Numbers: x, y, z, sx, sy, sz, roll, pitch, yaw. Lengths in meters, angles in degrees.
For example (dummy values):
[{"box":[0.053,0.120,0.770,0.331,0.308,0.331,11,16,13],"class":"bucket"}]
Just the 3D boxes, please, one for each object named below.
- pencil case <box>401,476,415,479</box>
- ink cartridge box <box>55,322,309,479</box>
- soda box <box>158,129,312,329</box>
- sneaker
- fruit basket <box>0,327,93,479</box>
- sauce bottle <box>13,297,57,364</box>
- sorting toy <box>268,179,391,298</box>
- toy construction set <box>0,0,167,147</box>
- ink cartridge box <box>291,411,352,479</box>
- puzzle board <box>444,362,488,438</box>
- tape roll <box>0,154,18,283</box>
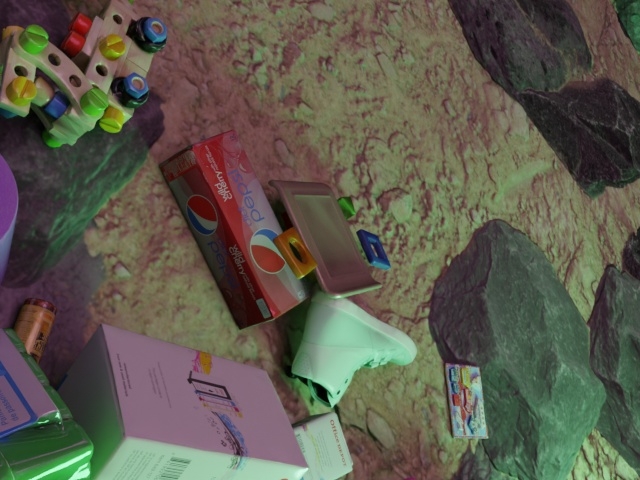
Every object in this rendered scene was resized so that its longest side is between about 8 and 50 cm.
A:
[{"box":[0.192,0.473,1.276,0.236,0.104,0.104,51,47,-19],"class":"pencil case"},{"box":[-0.169,0.231,0.934,0.232,0.171,0.168,23,24,-36],"class":"ink cartridge box"},{"box":[-0.117,-0.015,1.180,0.092,0.083,0.263,-30,96,-45],"class":"soda box"},{"box":[0.045,0.183,1.268,0.256,0.094,0.151,32,75,-46],"class":"sneaker"},{"box":[-0.389,0.197,0.711,0.353,0.166,0.327,-6,36,-43],"class":"fruit basket"},{"box":[-0.336,0.129,0.948,0.042,0.042,0.128,29,58,-32],"class":"sauce bottle"},{"box":[0.000,0.000,1.240,0.196,0.047,0.347,62,22,10],"class":"sorting toy"},{"box":[-0.308,-0.259,1.061,0.215,0.151,0.328,32,66,-31],"class":"toy construction set"},{"box":[-0.022,0.301,1.170,0.122,0.052,0.089,-13,84,-44],"class":"ink cartridge box"},{"box":[0.258,0.282,1.472,0.096,0.011,0.128,12,67,-40],"class":"puzzle board"},{"box":[-0.433,-0.023,0.788,0.274,0.090,0.275,15,39,-13],"class":"tape roll"}]
